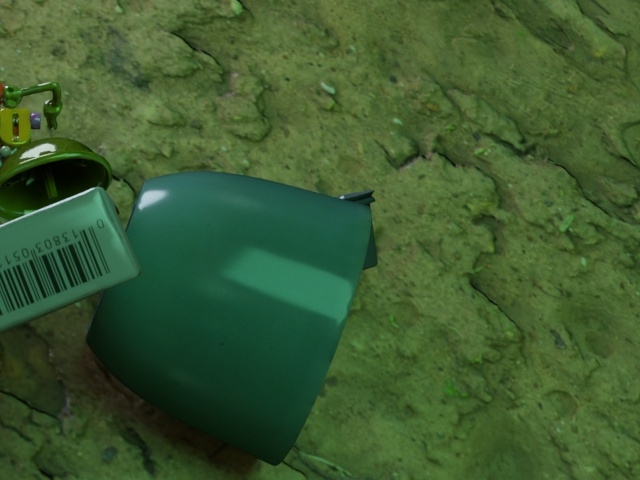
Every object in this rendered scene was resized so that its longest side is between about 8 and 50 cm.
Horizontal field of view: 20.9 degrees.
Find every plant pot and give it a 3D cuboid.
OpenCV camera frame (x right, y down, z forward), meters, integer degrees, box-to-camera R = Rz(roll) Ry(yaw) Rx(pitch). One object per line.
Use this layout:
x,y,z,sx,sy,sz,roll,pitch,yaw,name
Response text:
-0.108,0.060,1.823,0.235,0.293,0.293,20,51,-6,plant pot

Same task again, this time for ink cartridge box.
-0.319,0.054,1.599,0.308,0.385,0.091,-23,89,-5,ink cartridge box

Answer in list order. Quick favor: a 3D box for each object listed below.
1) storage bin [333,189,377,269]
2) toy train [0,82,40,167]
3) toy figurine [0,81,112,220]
0.000,0.000,2.046,0.135,0.098,0.091,-14,94,-35,storage bin
-0.385,-0.118,1.942,0.125,0.046,0.166,21,55,5,toy train
-0.418,-0.100,1.793,0.362,0.191,0.217,-21,40,-2,toy figurine
